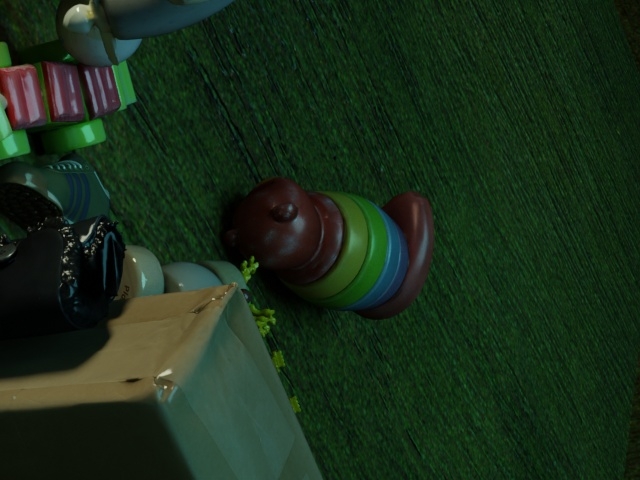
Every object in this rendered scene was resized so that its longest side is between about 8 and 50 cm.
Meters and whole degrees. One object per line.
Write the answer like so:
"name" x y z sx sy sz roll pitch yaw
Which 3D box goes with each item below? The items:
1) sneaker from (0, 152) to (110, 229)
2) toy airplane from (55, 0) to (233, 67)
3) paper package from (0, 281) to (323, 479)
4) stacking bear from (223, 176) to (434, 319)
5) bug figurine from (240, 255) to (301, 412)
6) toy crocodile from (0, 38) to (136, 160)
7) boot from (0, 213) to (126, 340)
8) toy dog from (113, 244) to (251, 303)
"sneaker" -0.264 -0.052 1.579 0.192 0.064 0.086 51 41 -59
"toy airplane" -0.174 -0.297 1.515 0.386 0.384 0.272 -27 133 -59
"paper package" -0.168 0.221 1.407 0.168 0.310 0.324 -55 130 -50
"stacking bear" 0.000 0.000 2.017 0.289 0.175 0.164 19 57 -51
"bug figurine" -0.112 0.151 1.818 0.216 0.072 0.279 -42 120 -59
"toy crocodile" -0.271 -0.140 1.547 0.340 0.105 0.115 -23 103 -64
"boot" -0.291 0.062 1.324 0.246 0.207 0.094 -56 132 -54
"toy dog" -0.131 0.158 1.613 0.220 0.161 0.333 -23 107 -41
